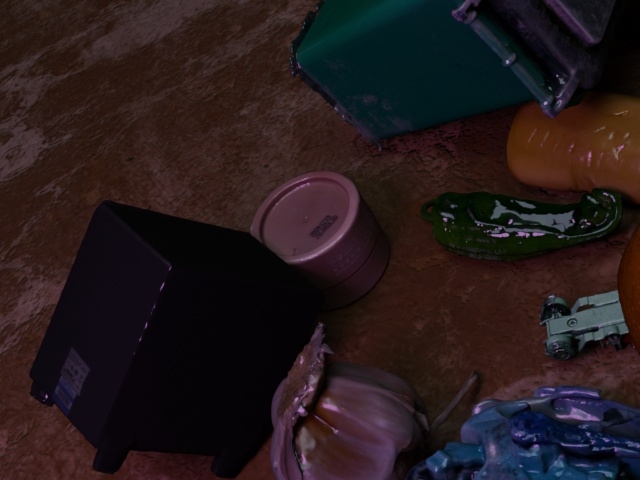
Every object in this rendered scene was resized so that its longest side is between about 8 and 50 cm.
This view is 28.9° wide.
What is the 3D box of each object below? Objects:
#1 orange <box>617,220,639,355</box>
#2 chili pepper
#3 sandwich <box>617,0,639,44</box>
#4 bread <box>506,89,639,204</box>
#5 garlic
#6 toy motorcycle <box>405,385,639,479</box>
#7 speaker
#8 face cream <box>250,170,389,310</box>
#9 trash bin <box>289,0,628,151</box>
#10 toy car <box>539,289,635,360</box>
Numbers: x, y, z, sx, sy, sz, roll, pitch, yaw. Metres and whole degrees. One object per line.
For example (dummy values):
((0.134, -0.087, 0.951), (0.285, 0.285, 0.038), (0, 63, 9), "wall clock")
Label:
((0.414, 0.046, 1.171), (0.264, 0.264, 0.264), (-16, 46, 18), "orange")
((0.230, -0.023, 1.465), (0.257, 0.074, 0.100), (2, 61, 25), "chili pepper")
((0.417, -0.312, 1.594), (0.094, 0.096, 0.258), (-43, 46, -17), "sandwich")
((0.364, -0.112, 1.452), (0.305, 0.091, 0.142), (14, 66, 39), "bread")
((0.047, 0.166, 1.319), (0.256, 0.207, 0.207), (-36, 43, -13), "garlic")
((0.229, 0.220, 1.210), (0.260, 0.154, 0.206), (7, 33, 39), "toy motorcycle")
((-0.167, 0.116, 1.417), (0.184, 0.232, 0.254), (37, 107, 45), "speaker")
((0.000, 0.000, 1.553), (0.149, 0.104, 0.149), (-17, 46, 18), "face cream")
((0.164, -0.266, 1.530), (0.381, 0.259, 0.295), (-20, 36, 49), "trash bin")
((0.308, 0.086, 1.333), (0.143, 0.054, 0.073), (-17, 48, 19), "toy car")
